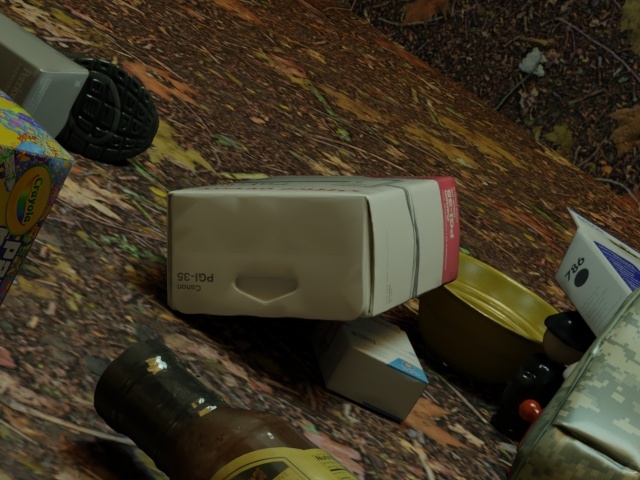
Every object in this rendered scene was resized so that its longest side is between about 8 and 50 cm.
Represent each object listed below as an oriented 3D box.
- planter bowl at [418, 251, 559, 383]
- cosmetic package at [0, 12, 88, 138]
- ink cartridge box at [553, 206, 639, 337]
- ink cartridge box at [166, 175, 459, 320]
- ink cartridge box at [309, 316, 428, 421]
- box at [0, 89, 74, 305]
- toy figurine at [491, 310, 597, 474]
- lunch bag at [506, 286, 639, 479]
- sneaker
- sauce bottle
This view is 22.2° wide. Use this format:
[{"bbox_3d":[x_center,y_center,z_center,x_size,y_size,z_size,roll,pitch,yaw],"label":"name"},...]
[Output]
[{"bbox_3d":[0.177,0.097,1.817,0.217,0.090,0.217,27,15,-8],"label":"planter bowl"},{"bbox_3d":[-0.366,-0.176,1.625,0.238,0.127,0.107,33,15,18],"label":"cosmetic package"},{"bbox_3d":[0.341,0.095,1.635,0.165,0.065,0.332,29,18,-23],"label":"ink cartridge box"},{"bbox_3d":[0.000,0.000,1.594,0.207,0.117,0.283,1,6,20],"label":"ink cartridge box"},{"bbox_3d":[0.046,0.115,1.585,0.088,0.052,0.122,26,16,-16],"label":"ink cartridge box"},{"bbox_3d":[-0.387,-0.080,1.164,0.279,0.177,0.290,12,23,-50],"label":"box"},{"bbox_3d":[0.292,0.186,1.629,0.210,0.148,0.213,28,14,-7],"label":"toy figurine"},{"bbox_3d":[0.293,0.214,1.278,0.256,0.212,0.305,27,37,19],"label":"lunch bag"},{"bbox_3d":[-0.309,-0.180,1.802,0.286,0.109,0.130,26,6,-27],"label":"sneaker"},{"bbox_3d":[-0.022,0.193,1.099,0.344,0.111,0.111,36,16,29],"label":"sauce bottle"}]
